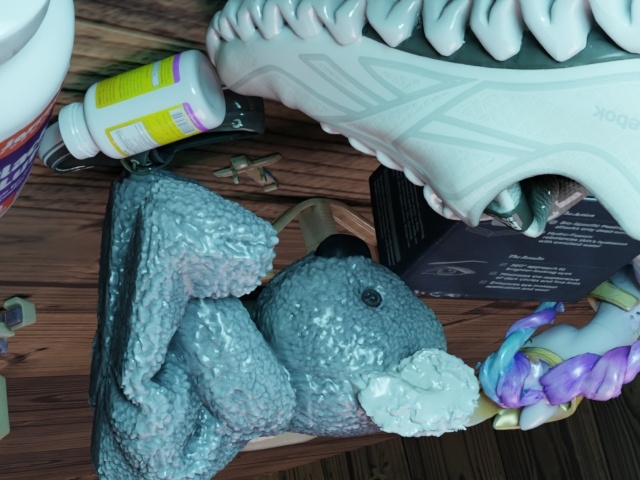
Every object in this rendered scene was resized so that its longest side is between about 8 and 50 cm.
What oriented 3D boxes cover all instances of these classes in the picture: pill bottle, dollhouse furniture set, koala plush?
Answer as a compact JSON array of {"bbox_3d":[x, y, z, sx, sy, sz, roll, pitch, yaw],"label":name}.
[{"bbox_3d":[-0.154,-0.072,0.560,0.108,0.108,0.193,-8,166,-20],"label":"pill bottle"},{"bbox_3d":[-0.096,-0.070,0.769,0.083,0.043,0.043,-16,167,16],"label":"pill bottle"},{"bbox_3d":[-0.290,0.111,1.199,0.091,0.114,0.081,-21,160,41],"label":"dollhouse furniture set"},{"bbox_3d":[-0.023,0.068,0.895,0.221,0.203,0.196,6,-174,-17],"label":"koala plush"}]

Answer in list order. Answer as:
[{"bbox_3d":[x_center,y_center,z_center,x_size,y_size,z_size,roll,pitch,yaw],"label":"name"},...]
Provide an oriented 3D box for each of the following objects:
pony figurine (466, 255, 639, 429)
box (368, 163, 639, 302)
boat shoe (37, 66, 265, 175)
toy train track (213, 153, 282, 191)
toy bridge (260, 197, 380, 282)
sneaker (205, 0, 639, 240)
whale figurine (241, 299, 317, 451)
[{"bbox_3d":[0.315,0.049,1.128,0.363,0.302,0.351,-37,-161,-28],"label":"pony figurine"},{"bbox_3d":[0.137,-0.032,0.955,0.156,0.093,0.158,4,154,-23],"label":"box"},{"bbox_3d":[-0.097,-0.060,0.814,0.142,0.040,0.049,-18,166,19],"label":"boat shoe"},{"bbox_3d":[-0.044,-0.043,0.999,0.048,0.014,0.083,-15,167,11],"label":"toy train track"},{"bbox_3d":[0.000,0.000,1.110,0.026,0.063,0.188,-24,164,39],"label":"toy bridge"},{"bbox_3d":[0.053,-0.063,0.641,0.110,0.118,0.292,-14,-165,-40],"label":"sneaker"},{"bbox_3d":[-0.099,0.123,1.464,0.216,0.141,0.272,-4,-171,-32],"label":"whale figurine"}]
